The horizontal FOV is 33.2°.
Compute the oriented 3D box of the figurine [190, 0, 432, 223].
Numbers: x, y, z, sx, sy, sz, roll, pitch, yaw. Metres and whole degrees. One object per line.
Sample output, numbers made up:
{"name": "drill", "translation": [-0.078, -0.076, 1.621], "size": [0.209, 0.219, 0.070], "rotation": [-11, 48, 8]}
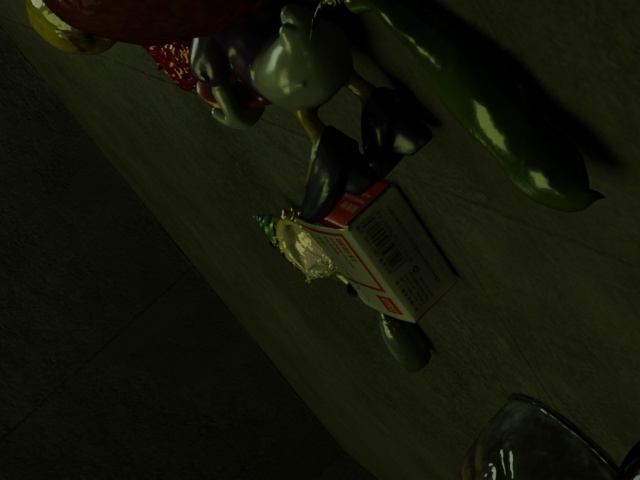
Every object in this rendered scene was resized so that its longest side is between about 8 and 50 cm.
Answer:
{"name": "figurine", "translation": [-0.075, -0.208, 1.093], "size": [0.421, 0.154, 0.193], "rotation": [43, 162, 12]}

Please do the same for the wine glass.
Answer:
{"name": "wine glass", "translation": [0.115, 0.134, 1.729], "size": [0.198, 0.066, 0.066], "rotation": [55, 165, -31]}

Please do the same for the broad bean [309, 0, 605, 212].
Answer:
{"name": "broad bean", "translation": [0.114, -0.131, 0.905], "size": [0.318, 0.056, 0.098], "rotation": [41, 148, 26]}

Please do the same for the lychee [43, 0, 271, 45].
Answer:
{"name": "lychee", "translation": [-0.144, -0.283, 0.861], "size": [0.255, 0.300, 0.255], "rotation": [7, 98, 57]}

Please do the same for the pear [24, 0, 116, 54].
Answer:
{"name": "pear", "translation": [-0.369, -0.355, 1.620], "size": [0.162, 0.149, 0.149], "rotation": [47, 169, 24]}

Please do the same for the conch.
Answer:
{"name": "conch", "translation": [-0.023, 0.009, 1.790], "size": [0.201, 0.079, 0.095], "rotation": [41, -173, -10]}

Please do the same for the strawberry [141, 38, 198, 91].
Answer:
{"name": "strawberry", "translation": [-0.195, -0.286, 1.363], "size": [0.228, 0.098, 0.174], "rotation": [50, 167, -15]}

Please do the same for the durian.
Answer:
{"name": "durian", "translation": [0.011, 0.000, 1.643], "size": [0.224, 0.078, 0.140], "rotation": [5, 125, 57]}

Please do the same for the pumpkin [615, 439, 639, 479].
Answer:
{"name": "pumpkin", "translation": [0.379, 0.264, 0.951], "size": [0.250, 0.216, 0.250], "rotation": [26, -166, -7]}

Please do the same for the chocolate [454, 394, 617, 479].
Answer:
{"name": "chocolate", "translation": [0.312, 0.400, 1.561], "size": [0.303, 0.213, 0.303], "rotation": [46, 169, 12]}

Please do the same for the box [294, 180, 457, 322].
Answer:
{"name": "box", "translation": [0.072, 0.008, 1.387], "size": [0.182, 0.099, 0.133], "rotation": [53, 164, -29]}
